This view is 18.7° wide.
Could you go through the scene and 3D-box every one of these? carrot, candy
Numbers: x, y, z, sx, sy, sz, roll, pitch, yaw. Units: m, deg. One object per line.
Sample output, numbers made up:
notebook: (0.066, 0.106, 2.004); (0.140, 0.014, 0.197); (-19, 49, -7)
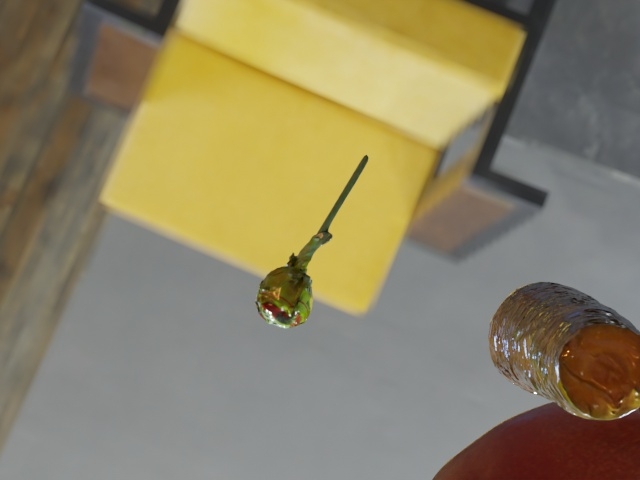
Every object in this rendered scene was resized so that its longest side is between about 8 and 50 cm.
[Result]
carrot: (0.080, 0.035, 0.624); (0.042, 0.042, 0.170); (22, -179, 0)
candy: (0.000, 0.000, 1.213); (0.035, 0.123, 0.035); (28, 171, 18)

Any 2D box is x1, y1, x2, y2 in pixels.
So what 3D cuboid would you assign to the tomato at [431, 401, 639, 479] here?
tomato: (0.226, 0.302, 1.553); (0.341, 0.341, 0.273); (30, -174, -30)
